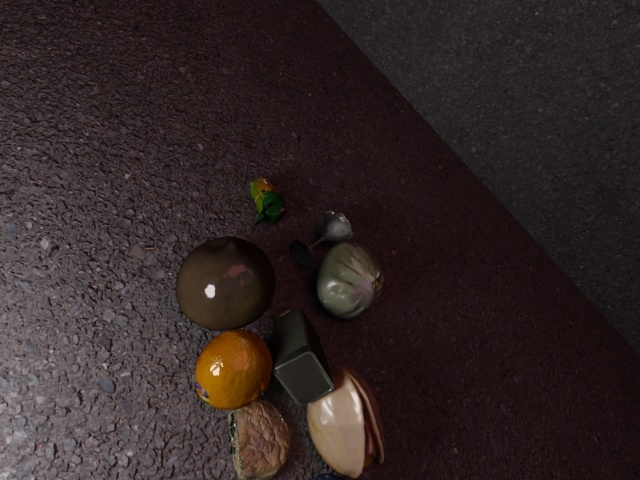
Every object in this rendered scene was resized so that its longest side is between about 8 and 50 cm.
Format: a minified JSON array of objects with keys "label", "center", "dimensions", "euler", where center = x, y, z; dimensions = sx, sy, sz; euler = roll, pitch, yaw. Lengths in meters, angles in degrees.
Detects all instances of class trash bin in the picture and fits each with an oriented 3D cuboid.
[{"label":"trash bin","center":[-0.058,0.339,1.250],"dimensions":[0.164,0.122,0.240],"euler":[61,3,-23]}]

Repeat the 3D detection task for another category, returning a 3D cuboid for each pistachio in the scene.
[{"label":"pistachio","center":[0.079,0.533,1.252],"dimensions":[0.230,0.230,0.308],"euler":[-6,69,-38]}]

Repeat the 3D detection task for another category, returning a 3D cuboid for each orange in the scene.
[{"label":"orange","center":[-0.234,0.352,1.138],"dimensions":[0.219,0.193,0.219],"euler":[-30,128,-49]}]

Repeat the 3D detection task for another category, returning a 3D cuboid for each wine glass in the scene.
[{"label":"wine glass","center":[0.000,0.000,1.587],"dimensions":[0.232,0.156,0.156],"euler":[-37,88,-39]}]

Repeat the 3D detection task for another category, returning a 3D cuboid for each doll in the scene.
[{"label":"doll","center":[-0.201,-0.146,1.549],"dimensions":[0.134,0.106,0.186],"euler":[-8,68,-26]}]

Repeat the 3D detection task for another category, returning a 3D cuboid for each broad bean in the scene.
[{"label":"broad bean","center":[-0.122,0.257,1.403],"dimensions":[0.063,0.045,0.083],"euler":[50,53,-16]}]

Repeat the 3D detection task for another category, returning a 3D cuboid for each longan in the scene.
[{"label":"longan","center":[-0.270,0.125,1.206],"dimensions":[0.297,0.297,0.297],"euler":[18,54,-27]}]

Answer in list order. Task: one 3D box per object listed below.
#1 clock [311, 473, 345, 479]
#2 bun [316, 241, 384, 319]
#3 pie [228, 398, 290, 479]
[{"label":"clock","center":[0.060,0.747,1.160],"dimensions":[0.243,0.146,0.199],"euler":[27,93,-26]},{"label":"bun","center":[0.131,0.147,1.507],"dimensions":[0.293,0.187,0.293],"euler":[2,88,-44]},{"label":"pie","center":[-0.165,0.559,1.176],"dimensions":[0.185,0.052,0.218],"euler":[6,58,-32]}]
